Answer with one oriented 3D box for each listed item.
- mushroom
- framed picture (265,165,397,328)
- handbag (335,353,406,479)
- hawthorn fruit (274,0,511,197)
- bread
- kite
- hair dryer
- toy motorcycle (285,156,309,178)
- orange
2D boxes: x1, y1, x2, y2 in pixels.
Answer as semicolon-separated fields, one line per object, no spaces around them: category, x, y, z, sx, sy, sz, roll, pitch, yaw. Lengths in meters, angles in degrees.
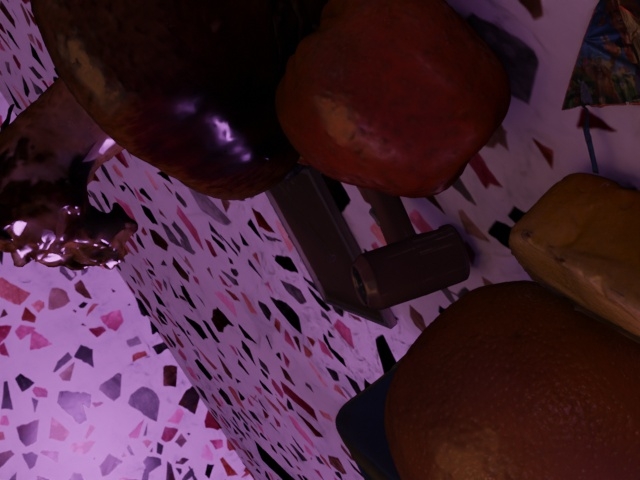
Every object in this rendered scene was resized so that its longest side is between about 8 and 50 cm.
mushroom;-0.151;-0.165;0.992;0.356;0.331;0.334;-32;60;40
framed picture;0.000;0.000;1.419;0.184;0.016;0.250;14;136;61
handbag;0.170;0.265;1.182;0.263;0.222;0.241;29;153;46
hawthorn fruit;0.061;-0.122;0.869;0.189;0.189;0.189;45;158;23
bread;0.255;0.032;0.800;0.245;0.094;0.102;34;162;44
kite;0.229;-0.109;0.741;0.183;0.010;0.160;9;128;58
hair dryer;0.071;-0.021;1.126;0.064;0.117;0.181;97;153;-64
toy motorcycle;-0.109;-0.198;1.229;0.298;0.089;0.171;54;159;-2
orange;0.189;0.159;0.928;0.264;0.264;0.264;45;158;23
